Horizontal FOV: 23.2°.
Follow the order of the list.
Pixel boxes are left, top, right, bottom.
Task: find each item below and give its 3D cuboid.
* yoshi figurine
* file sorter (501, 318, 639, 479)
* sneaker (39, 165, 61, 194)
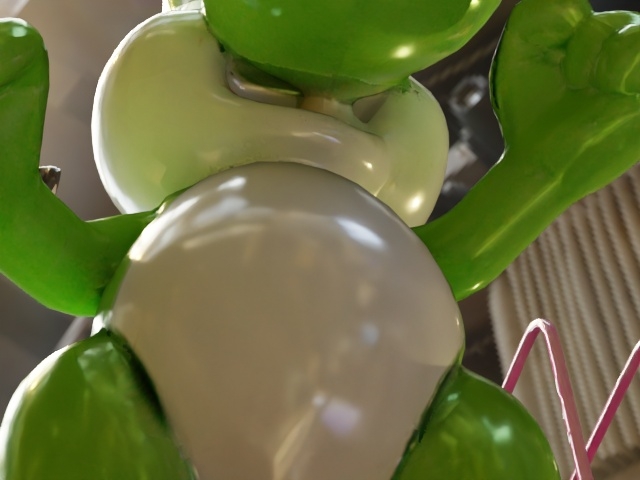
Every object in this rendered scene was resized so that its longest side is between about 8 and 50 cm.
[{"bbox_3d":[-0.003,-0.021,0.438,0.203,0.203,0.362,-29,-144,20],"label":"yoshi figurine"},{"bbox_3d":[0.046,0.146,0.843,0.202,0.290,0.182,-95,-164,-51],"label":"file sorter"},{"bbox_3d":[-0.247,-0.045,1.296,0.083,0.035,0.031,-19,-125,44],"label":"sneaker"}]
